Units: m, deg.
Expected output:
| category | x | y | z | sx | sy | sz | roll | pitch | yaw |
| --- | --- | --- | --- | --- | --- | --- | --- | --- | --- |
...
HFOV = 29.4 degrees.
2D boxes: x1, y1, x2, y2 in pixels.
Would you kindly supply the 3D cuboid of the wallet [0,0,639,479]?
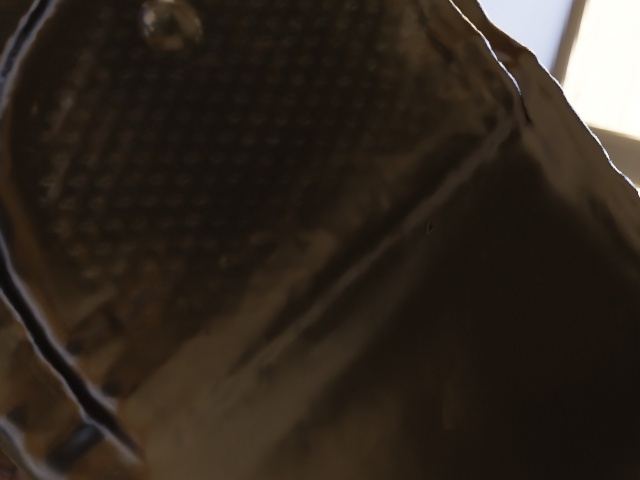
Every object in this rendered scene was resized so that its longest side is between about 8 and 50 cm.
| category | x | y | z | sx | sy | sz | roll | pitch | yaw |
| --- | --- | --- | --- | --- | --- | --- | --- | --- | --- |
| wallet | 0.000 | 0.000 | 0.411 | 0.247 | 0.041 | 0.323 | -41 | 102 | -26 |
